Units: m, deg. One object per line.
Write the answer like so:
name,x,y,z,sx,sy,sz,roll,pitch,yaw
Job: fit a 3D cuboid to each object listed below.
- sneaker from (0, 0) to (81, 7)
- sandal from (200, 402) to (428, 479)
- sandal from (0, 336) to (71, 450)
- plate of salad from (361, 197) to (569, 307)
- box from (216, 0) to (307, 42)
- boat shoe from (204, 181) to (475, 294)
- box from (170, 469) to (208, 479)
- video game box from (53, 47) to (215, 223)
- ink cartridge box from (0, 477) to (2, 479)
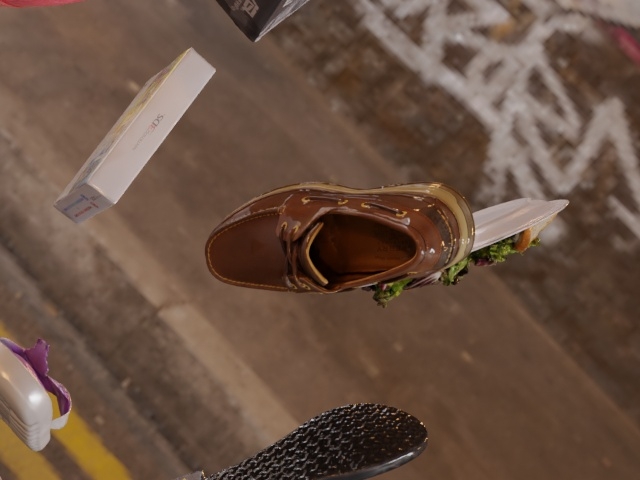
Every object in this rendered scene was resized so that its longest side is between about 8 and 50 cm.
sneaker,-0.235,-0.205,0.974,0.314,0.116,0.136,-9,26,-33
sandal,-0.012,0.160,1.022,0.067,0.179,0.040,-130,-158,-53
sandal,-0.367,0.175,1.902,0.169,0.102,0.416,52,-16,-6
plate of salad,0.118,0.011,1.287,0.200,0.200,0.048,-36,106,-74
box,-0.068,-0.296,1.090,0.242,0.076,0.307,50,-17,-2
boat shoe,0.000,0.000,0.898,0.060,0.178,0.064,-27,108,-56
box,-0.087,0.360,1.507,0.175,0.051,0.220,-104,171,-48
video game box,-0.221,-0.120,1.800,0.048,0.205,0.187,38,-18,-11
ink cartridge box,-0.264,0.177,0.990,0.067,0.115,0.198,59,-14,4
